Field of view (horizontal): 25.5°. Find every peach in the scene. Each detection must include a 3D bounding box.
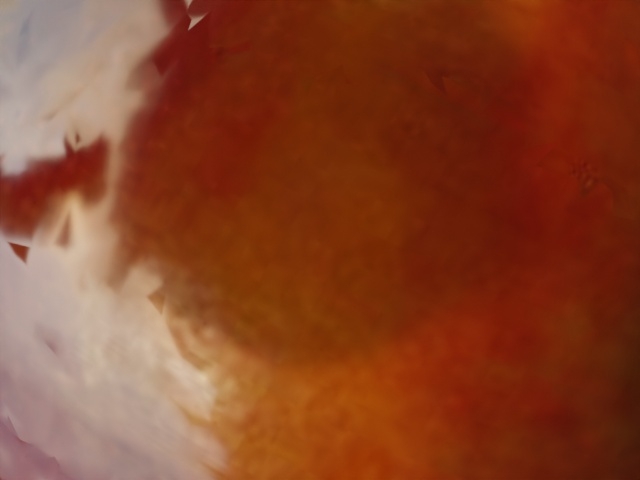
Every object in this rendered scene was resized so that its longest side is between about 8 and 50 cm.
[{"bbox_3d":[0.000,0.000,0.569,0.388,0.388,0.388,15,-113,-38],"label":"peach"}]
